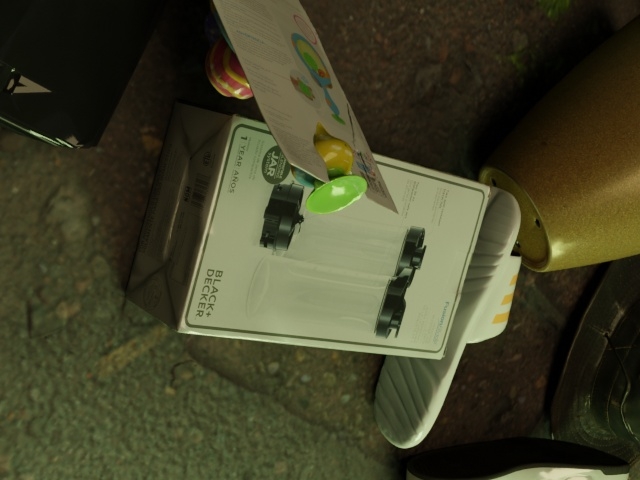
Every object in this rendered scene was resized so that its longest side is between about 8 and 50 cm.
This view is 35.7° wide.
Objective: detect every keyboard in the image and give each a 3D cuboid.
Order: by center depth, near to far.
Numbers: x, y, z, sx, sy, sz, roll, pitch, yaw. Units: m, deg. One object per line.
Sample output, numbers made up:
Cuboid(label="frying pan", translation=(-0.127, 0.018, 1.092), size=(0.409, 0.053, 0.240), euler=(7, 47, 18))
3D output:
Cuboid(label="keyboard", translation=(-0.168, -0.231, 0.660), size=(0.201, 0.033, 0.317), euler=(29, 84, -47))

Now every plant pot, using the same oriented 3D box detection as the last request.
Cuboid(label="plant pot", translation=(0.290, -0.080, 0.970), size=(0.254, 0.237, 0.237), euler=(-28, 121, -11))

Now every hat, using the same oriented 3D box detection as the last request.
Cuboid(label="hat", translation=(0.424, 0.154, 1.187), size=(0.331, 0.134, 0.331), euler=(-12, 111, -35))

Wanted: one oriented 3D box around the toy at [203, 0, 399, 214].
Cuboid(label="toy", translation=(-0.039, -0.116, 0.695), size=(0.056, 0.237, 0.137), euler=(-39, 150, 21))

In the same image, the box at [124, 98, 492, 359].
Cuboid(label="box", translation=(0.000, 0.000, 0.828), size=(0.290, 0.087, 0.169), euler=(10, 97, -40))

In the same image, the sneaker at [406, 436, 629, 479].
Cuboid(label="sneaker", translation=(0.211, 0.318, 1.069), size=(0.295, 0.124, 0.178), euler=(2, 97, -31))

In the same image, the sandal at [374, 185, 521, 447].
Cuboid(label="sandal", translation=(0.128, 0.073, 0.954), size=(0.076, 0.102, 0.265), euler=(10, 106, -41))
